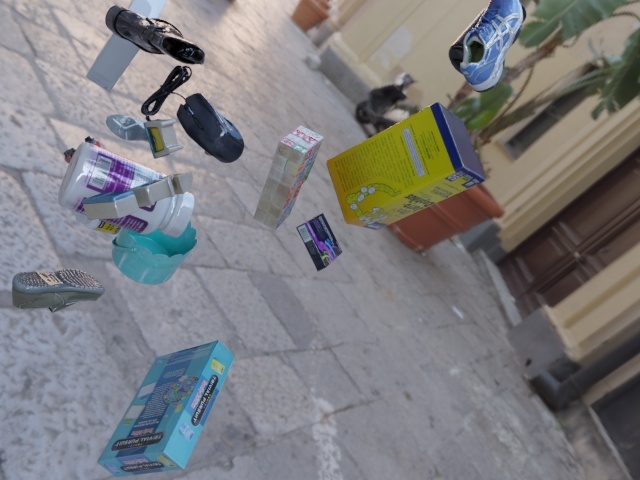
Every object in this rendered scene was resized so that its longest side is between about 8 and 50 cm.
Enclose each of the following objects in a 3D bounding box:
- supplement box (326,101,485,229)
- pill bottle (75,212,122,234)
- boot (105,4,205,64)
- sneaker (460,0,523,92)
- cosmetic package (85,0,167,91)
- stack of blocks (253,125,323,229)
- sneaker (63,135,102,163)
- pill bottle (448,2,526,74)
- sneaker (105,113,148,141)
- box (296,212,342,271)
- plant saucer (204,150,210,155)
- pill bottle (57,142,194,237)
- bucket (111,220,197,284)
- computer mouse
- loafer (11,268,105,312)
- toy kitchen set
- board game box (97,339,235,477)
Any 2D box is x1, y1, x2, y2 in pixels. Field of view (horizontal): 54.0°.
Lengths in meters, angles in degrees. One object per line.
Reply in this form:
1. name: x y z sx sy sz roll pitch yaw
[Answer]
1. supplement box: 0.230 -0.190 1.717 0.194 0.357 0.195 10 60 -58
2. pill bottle: -0.574 -0.056 1.633 0.116 0.065 0.065 20 32 -57
3. boot: -0.364 -0.471 1.510 0.229 0.091 0.263 30 16 24
4. sneaker: 0.333 -0.401 1.227 0.081 0.211 0.080 22 -8 -43
5. cosmetic package: -0.613 -0.709 2.066 0.097 0.284 0.377 33 52 -27
6. stack of blocks: -0.105 -0.201 2.020 0.087 0.297 0.171 28 33 7
7. sneaker: -0.646 -0.218 1.772 0.135 0.098 0.276 55 -17 -21
8. pill bottle: 0.460 -0.557 1.714 0.123 0.219 0.123 39 -11 9
9. sneaker: -0.420 -0.253 1.443 0.152 0.053 0.061 13 10 -36
10. box: 0.000 0.000 1.518 0.116 0.029 0.162 63 18 -4
11. plant saucer: -0.346 -0.308 2.089 0.083 0.083 0.015 -108 -170 -52
12. pill bottle: -0.479 -0.114 1.574 0.302 0.169 0.169 23 28 -29
13. bucket: -0.603 0.011 2.254 0.281 0.183 0.281 26 34 -19
14. computer mouse: -0.321 -0.271 1.515 0.262 0.184 0.060 52 18 -6
15. loafer: -0.662 0.129 1.578 0.094 0.087 0.251 40 18 32
16. toy kitchen set: -0.398 -0.155 1.326 0.207 0.122 0.166 -30 112 -46
17. board game box: -0.391 0.431 1.621 0.079 0.254 0.336 52 37 -26
